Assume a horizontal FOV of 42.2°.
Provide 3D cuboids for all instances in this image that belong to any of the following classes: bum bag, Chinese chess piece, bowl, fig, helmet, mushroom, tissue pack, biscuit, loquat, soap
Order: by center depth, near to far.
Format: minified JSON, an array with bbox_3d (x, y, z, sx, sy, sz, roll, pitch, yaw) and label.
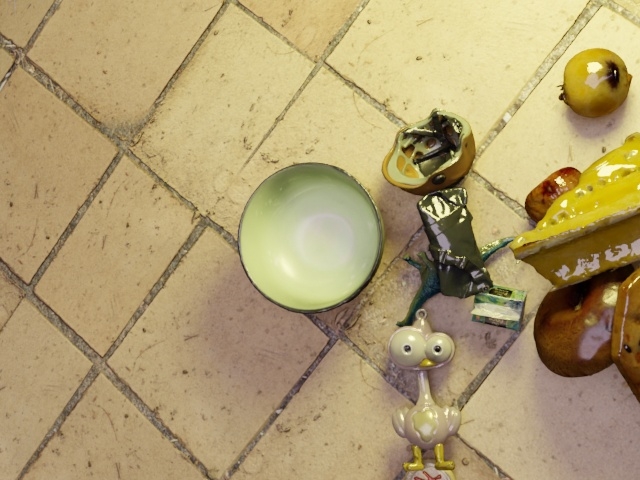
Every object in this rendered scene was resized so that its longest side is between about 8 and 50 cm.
[{"bbox_3d":[0.730,0.182,1.662,0.359,0.046,0.359,-1,93,-22],"label":"biscuit"},{"bbox_3d":[0.578,-0.067,1.748,0.339,0.304,0.169,-23,112,24],"label":"soap"},{"bbox_3d":[0.573,0.184,1.757,0.267,0.267,0.254,-16,112,18],"label":"mushroom"},{"bbox_3d":[0.546,-0.057,1.804,0.134,0.146,0.201,-20,66,-25],"label":"fig"},{"bbox_3d":[0.600,-0.345,1.817,0.163,0.137,0.163,4,105,16],"label":"loquat"},{"bbox_3d":[0.299,0.005,1.847,0.123,0.060,0.248,-16,80,-6],"label":"bum bag"},{"bbox_3d":[0.399,0.153,1.861,0.111,0.079,0.085,12,119,20],"label":"tissue pack"},{"bbox_3d":[0.252,0.563,1.904,0.122,0.051,0.122,-2,84,20],"label":"Chinese chess piece"},{"bbox_3d":[0.264,-0.185,1.915,0.224,0.130,0.198,-41,40,9],"label":"helmet"},{"bbox_3d":[0.000,0.000,1.973,0.354,0.185,0.353,-2,85,20],"label":"bowl"}]

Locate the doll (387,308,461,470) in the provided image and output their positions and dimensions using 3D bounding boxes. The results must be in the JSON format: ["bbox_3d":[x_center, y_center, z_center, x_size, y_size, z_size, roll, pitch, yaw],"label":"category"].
[{"bbox_3d":[0.239,0.340,1.903,0.160,0.094,0.365,-5,81,16],"label":"doll"}]

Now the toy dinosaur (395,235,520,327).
[{"bbox_3d":[0.294,0.062,1.923,0.363,0.076,0.147,-34,100,13],"label":"toy dinosaur"}]
